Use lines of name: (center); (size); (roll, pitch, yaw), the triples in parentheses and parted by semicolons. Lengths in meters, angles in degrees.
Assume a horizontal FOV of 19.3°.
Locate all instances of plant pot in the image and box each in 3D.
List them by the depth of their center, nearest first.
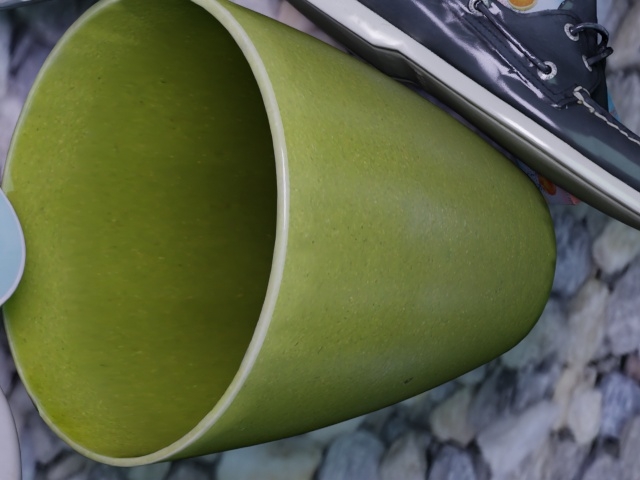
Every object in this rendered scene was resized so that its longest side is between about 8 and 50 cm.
plant pot: (0.000, 0.000, 1.155); (0.293, 0.274, 0.275); (5, 91, -41)

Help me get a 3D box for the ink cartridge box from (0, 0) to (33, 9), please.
ink cartridge box: (-0.157, -0.173, 1.124); (0.099, 0.135, 0.056); (-15, 98, -23)

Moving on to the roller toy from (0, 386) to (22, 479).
roller toy: (-0.276, 0.133, 1.040); (0.146, 0.191, 0.209); (17, 41, -49)

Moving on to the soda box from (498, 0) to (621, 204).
soda box: (0.152, -0.118, 1.309); (0.063, 0.058, 0.183); (-28, 105, -21)

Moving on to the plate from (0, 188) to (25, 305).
plate: (-0.261, -0.012, 1.087); (0.188, 0.188, 0.024); (17, 126, -24)

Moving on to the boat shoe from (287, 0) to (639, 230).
boat shoe: (0.128, -0.119, 1.207); (0.340, 0.127, 0.113); (34, 88, 13)
